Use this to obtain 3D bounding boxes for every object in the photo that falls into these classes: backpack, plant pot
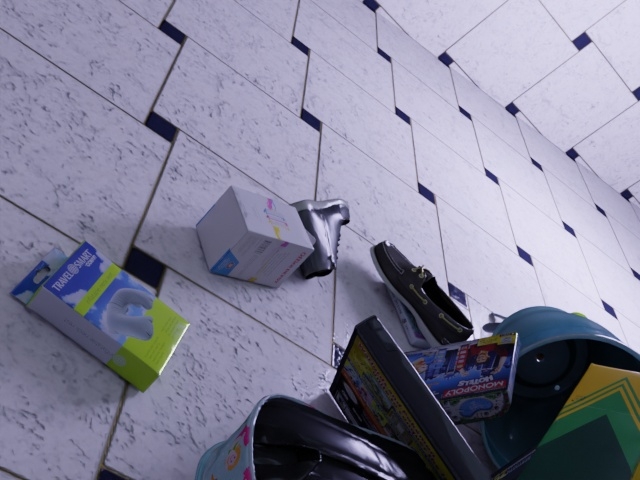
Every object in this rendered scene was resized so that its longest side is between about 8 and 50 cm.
[{"bbox_3d":[-0.006,0.279,0.790,0.253,0.191,0.225,37,25,-30],"label":"backpack"},{"bbox_3d":[0.380,0.230,1.319,0.272,0.271,0.255,41,14,-8],"label":"plant pot"}]

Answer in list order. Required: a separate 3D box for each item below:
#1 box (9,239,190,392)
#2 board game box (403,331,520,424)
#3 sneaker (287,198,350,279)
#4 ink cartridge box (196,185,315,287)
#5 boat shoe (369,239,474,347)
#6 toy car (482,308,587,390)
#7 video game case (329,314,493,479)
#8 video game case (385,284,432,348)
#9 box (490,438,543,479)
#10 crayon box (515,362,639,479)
[{"bbox_3d":[-0.241,0.077,0.913,0.178,0.042,0.109,40,28,-10],"label":"box"},{"bbox_3d":[0.177,0.216,1.126,0.060,0.194,0.194,66,27,-19],"label":"board game box"},{"bbox_3d":[0.000,0.000,1.323,0.222,0.083,0.118,-8,77,-66],"label":"sneaker"},{"bbox_3d":[-0.088,-0.001,1.169,0.143,0.092,0.089,18,37,-43],"label":"ink cartridge box"},{"bbox_3d":[0.172,0.083,1.380,0.227,0.069,0.081,54,29,15],"label":"boat shoe"},{"bbox_3d":[0.408,0.192,1.574,0.189,0.148,0.155,20,19,16],"label":"toy car"},{"bbox_3d":[0.110,0.248,0.968,0.035,0.248,0.274,-28,70,-19],"label":"video game case"},{"bbox_3d":[0.190,0.136,1.431,0.157,0.019,0.143,20,37,-39],"label":"video game case"},{"bbox_3d":[0.319,0.391,1.080,0.233,0.183,0.059,45,28,-2],"label":"box"},{"bbox_3d":[0.292,0.365,0.863,0.313,0.106,0.362,-32,120,-52],"label":"crayon box"}]
